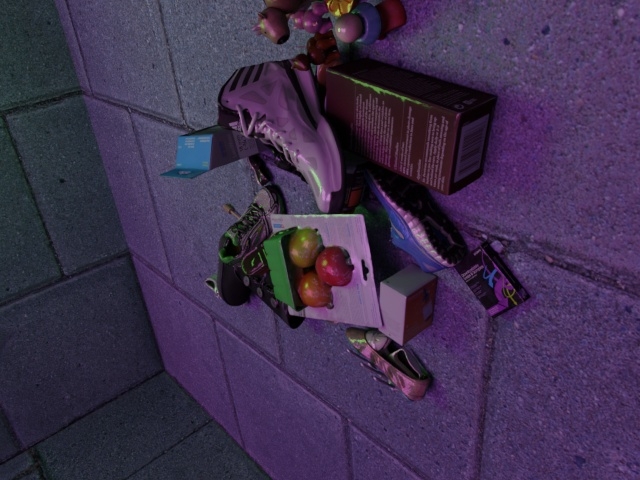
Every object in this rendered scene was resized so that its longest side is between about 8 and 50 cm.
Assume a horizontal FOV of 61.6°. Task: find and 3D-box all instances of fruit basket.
[{"bbox_3d":[0.013,0.077,1.536,0.352,0.165,0.327,-1,107,36],"label":"fruit basket"}]

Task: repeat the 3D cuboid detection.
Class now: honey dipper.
[{"bbox_3d":[-0.324,-0.095,2.111,0.160,0.030,0.031,36,138,28],"label":"honey dipper"}]

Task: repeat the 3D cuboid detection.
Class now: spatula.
[{"bbox_3d":[0.174,0.408,1.673,0.168,0.019,0.242,43,179,34],"label":"spatula"}]

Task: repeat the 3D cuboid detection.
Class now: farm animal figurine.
[{"bbox_3d":[-0.084,-0.530,1.160,0.330,0.172,0.327,57,-162,-68],"label":"farm animal figurine"}]

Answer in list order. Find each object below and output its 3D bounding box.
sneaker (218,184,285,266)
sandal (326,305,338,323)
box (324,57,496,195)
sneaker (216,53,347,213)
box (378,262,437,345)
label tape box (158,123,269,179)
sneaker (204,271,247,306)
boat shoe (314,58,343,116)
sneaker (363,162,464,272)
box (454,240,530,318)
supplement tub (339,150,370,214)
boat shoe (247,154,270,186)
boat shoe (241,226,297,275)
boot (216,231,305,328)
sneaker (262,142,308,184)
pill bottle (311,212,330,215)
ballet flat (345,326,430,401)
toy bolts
[{"bbox_3d":[-0.240,-0.040,1.875,0.134,0.146,0.344,43,117,31],"label":"sneaker"},{"bbox_3d":[0.047,0.178,1.715,0.120,0.086,0.303,16,134,16],"label":"sandal"},{"bbox_3d":[0.185,-0.267,1.210,0.381,0.143,0.191,31,136,36],"label":"box"},{"bbox_3d":[-0.107,-0.239,1.281,0.169,0.257,0.448,103,151,-62],"label":"sneaker"},{"bbox_3d":[0.234,0.172,1.450,0.091,0.130,0.171,31,136,40],"label":"box"},{"bbox_3d":[-0.337,-0.301,1.706,0.240,0.333,0.106,11,121,50],"label":"label tape box"},{"bbox_3d":[-0.426,0.233,2.413,0.258,0.091,0.094,29,134,40],"label":"sneaker"},{"bbox_3d":[0.028,-0.368,1.402,0.277,0.098,0.096,92,168,-50],"label":"boat shoe"},{"bbox_3d":[0.204,-0.053,1.338,0.330,0.129,0.147,57,144,9],"label":"sneaker"},{"bbox_3d":[0.399,0.095,1.268,0.162,0.029,0.116,56,146,13],"label":"box"},{"bbox_3d":[0.066,-0.163,1.456,0.117,0.117,0.190,42,141,28],"label":"supplement tub"},{"bbox_3d":[-0.211,-0.251,1.840,0.042,0.049,0.133,-31,74,21],"label":"boat shoe"},{"bbox_3d":[-0.131,0.030,1.840,0.307,0.104,0.111,-24,73,29],"label":"boat shoe"},{"bbox_3d":[-0.219,0.203,2.089,0.445,0.146,0.367,29,136,34],"label":"boot"},{"bbox_3d":[-0.072,-0.224,1.593,0.283,0.124,0.107,53,146,14],"label":"sneaker"},{"bbox_3d":[0.000,0.000,1.685,0.087,0.087,0.160,35,137,35],"label":"pill bottle"},{"bbox_3d":[0.213,0.349,1.650,0.316,0.107,0.106,40,121,22],"label":"ballet flat"},{"bbox_3d":[0.053,-0.528,1.184,0.218,0.158,0.229,-24,92,56],"label":"toy bolts"}]
